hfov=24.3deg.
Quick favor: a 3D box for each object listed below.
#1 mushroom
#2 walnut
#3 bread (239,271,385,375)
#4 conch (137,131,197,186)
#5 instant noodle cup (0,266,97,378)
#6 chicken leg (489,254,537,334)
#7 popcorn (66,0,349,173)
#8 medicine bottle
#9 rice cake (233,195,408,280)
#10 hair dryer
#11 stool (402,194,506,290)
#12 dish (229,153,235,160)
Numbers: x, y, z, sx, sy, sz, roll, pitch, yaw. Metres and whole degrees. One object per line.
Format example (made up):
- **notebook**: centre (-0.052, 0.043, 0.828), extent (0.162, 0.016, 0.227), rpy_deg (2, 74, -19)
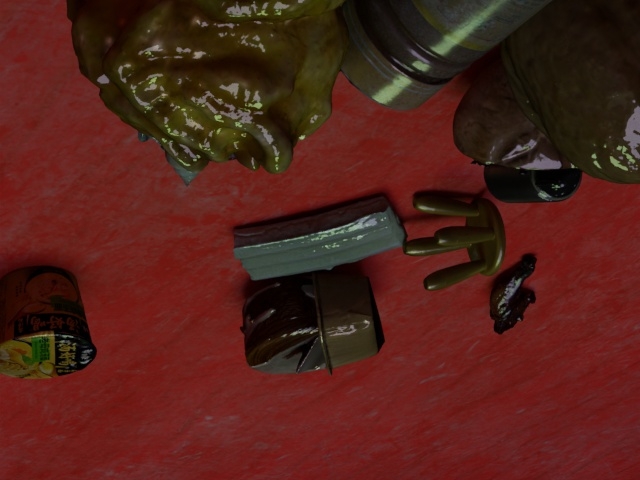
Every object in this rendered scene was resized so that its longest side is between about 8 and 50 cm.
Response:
- **mushroom**: centre (0.305, -0.179, 1.807), extent (0.285, 0.156, 0.151), rpy_deg (-5, 124, -10)
- **walnut**: centre (0.330, -0.198, 1.623), extent (0.282, 0.227, 0.283), rpy_deg (13, 126, 18)
- **bread**: centre (-0.013, 0.134, 2.236), extent (0.211, 0.142, 0.224), rpy_deg (-11, 157, 1)
- **conch**: centre (-0.168, -0.130, 1.798), extent (0.088, 0.065, 0.180), rpy_deg (22, 138, 16)
- **instant noodle cup**: centre (-0.398, 0.116, 2.112), extent (0.151, 0.122, 0.151), rpy_deg (-7, 150, -4)
- **chicken leg**: centre (0.305, 0.092, 2.367), extent (0.093, 0.053, 0.205), rpy_deg (-31, 160, -8)
- **popcorn**: centre (-0.088, -0.218, 1.431), extent (0.325, 0.290, 0.321), rpy_deg (-5, 161, 33)
- **medicine bottle**: centre (0.158, -0.278, 1.525), extent (0.151, 0.151, 0.322), rpy_deg (14, 144, -37)
- **rice cake**: centre (0.000, 0.000, 2.105), extent (0.237, 0.043, 0.127), rpy_deg (-14, 153, 9)
- **hair dryer**: centre (0.358, -0.118, 1.928), extent (0.248, 0.078, 0.195), rpy_deg (-24, -171, -16)
- **stool**: centre (0.188, -0.001, 2.081), extent (0.110, 0.135, 0.134), rpy_deg (-6, 174, -21)
- **dish**: centre (-0.086, -0.175, 1.714), extent (0.190, 0.066, 0.191), rpy_deg (-19, 151, -11)
